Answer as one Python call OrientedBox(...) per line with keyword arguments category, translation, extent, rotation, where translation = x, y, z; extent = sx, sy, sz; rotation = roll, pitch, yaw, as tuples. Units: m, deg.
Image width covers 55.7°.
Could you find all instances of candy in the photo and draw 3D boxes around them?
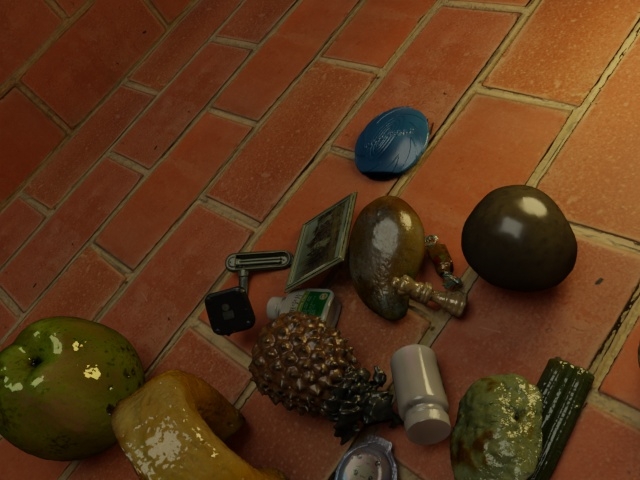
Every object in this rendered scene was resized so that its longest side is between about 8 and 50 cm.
OrientedBox(category="candy", translation=(0.291, 0.052, 1.452), extent=(0.053, 0.046, 0.182), rotation=(-29, 42, 13))

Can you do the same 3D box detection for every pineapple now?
OrientedBox(category="pineapple", translation=(0.023, 0.314, 1.318), extent=(0.357, 0.223, 0.223), rotation=(30, 75, 30))

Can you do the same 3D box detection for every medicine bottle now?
OrientedBox(category="medicine bottle", translation=(-0.045, 0.179, 1.537), extent=(0.183, 0.069, 0.119), rotation=(0, 53, 32))
OrientedBox(category="medicine bottle", translation=(0.205, 0.314, 1.245), extent=(0.102, 0.103, 0.187), rotation=(-23, 38, 14))

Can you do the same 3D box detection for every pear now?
OrientedBox(category="pear", translation=(-0.654, 0.373, 1.547), extent=(0.390, 0.391, 0.391), rotation=(-16, 50, 20))

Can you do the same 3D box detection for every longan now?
OrientedBox(category="longan", translation=(0.429, -0.001, 1.304), extent=(0.245, 0.215, 0.246), rotation=(-1, 74, 3))

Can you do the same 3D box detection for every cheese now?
OrientedBox(category="cheese", translation=(0.077, 0.514, 1.225), extent=(0.135, 0.052, 0.245), rotation=(10, 62, 35))

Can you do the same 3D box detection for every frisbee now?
OrientedBox(category="frisbee", translation=(0.196, -0.286, 1.735), extent=(0.242, 0.045, 0.242), rotation=(-18, 56, 29))

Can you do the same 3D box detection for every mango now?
OrientedBox(category="mango", translation=(0.162, 0.041, 1.477), extent=(0.192, 0.146, 0.317), rotation=(-9, 69, 27))

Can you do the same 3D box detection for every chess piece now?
OrientedBox(category="chess piece", translation=(0.241, 0.120, 1.367), extent=(0.171, 0.060, 0.060), rotation=(20, 64, 4))

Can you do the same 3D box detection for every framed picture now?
OrientedBox(category="framed picture", translation=(0.000, 0.000, 1.591), extent=(0.217, 0.017, 0.274), rotation=(-33, 29, 33))

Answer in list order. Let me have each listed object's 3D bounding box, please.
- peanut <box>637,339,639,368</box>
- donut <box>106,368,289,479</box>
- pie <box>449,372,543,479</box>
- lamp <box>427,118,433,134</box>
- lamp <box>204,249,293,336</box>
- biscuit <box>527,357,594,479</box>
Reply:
OrientedBox(category="peanut", translation=(0.666, 0.167, 1.090), extent=(0.129, 0.129, 0.224), rotation=(26, 75, 41))
OrientedBox(category="donut", translation=(-0.240, 0.442, 1.257), extent=(0.163, 0.378, 0.435), rotation=(-42, 52, -3))
OrientedBox(category="pie", translation=(0.317, 0.364, 1.141), extent=(0.201, 0.090, 0.248), rotation=(-31, 28, 41))
OrientedBox(category="lamp", translation=(0.265, -0.324, 1.758), extent=(0.121, 0.041, 0.054), rotation=(-1, 65, 33))
OrientedBox(category="lamp", translation=(-0.177, 0.129, 1.617), extent=(0.203, 0.125, 0.283), rotation=(-15, 21, 13))
OrientedBox(category="biscuit", translation=(0.412, 0.372, 1.148), extent=(0.099, 0.038, 0.322), rotation=(22, 70, 36))
